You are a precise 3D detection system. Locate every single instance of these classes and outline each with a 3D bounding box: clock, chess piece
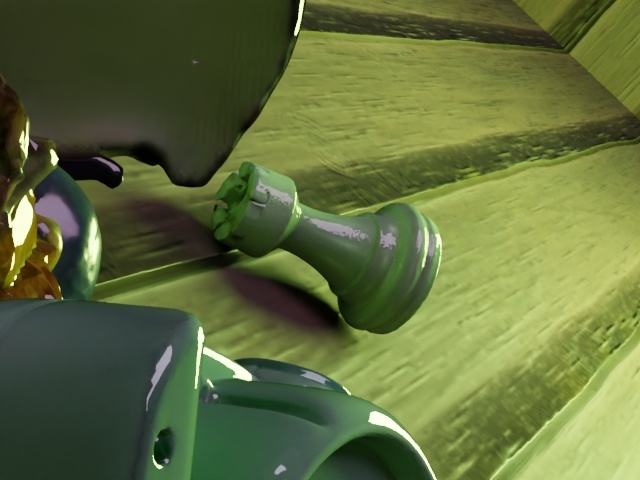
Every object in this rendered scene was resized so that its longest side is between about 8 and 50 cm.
[{"bbox_3d":[-0.019,0.099,0.394,0.066,0.159,0.211,2,-6,25],"label":"clock"},{"bbox_3d":[0.000,0.000,0.870,0.103,0.067,0.067,23,23,-26],"label":"chess piece"}]

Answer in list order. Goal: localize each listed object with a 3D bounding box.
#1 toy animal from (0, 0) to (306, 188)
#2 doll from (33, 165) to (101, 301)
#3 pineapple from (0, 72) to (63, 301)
[{"bbox_3d":[-0.118,-0.142,0.717,0.212,0.212,0.266,33,15,-30],"label":"toy animal"},{"bbox_3d":[-0.118,-0.002,0.518,0.179,0.089,0.102,34,-39,59],"label":"doll"},{"bbox_3d":[-0.154,-0.008,0.338,0.334,0.161,0.158,40,18,-17],"label":"pineapple"}]
